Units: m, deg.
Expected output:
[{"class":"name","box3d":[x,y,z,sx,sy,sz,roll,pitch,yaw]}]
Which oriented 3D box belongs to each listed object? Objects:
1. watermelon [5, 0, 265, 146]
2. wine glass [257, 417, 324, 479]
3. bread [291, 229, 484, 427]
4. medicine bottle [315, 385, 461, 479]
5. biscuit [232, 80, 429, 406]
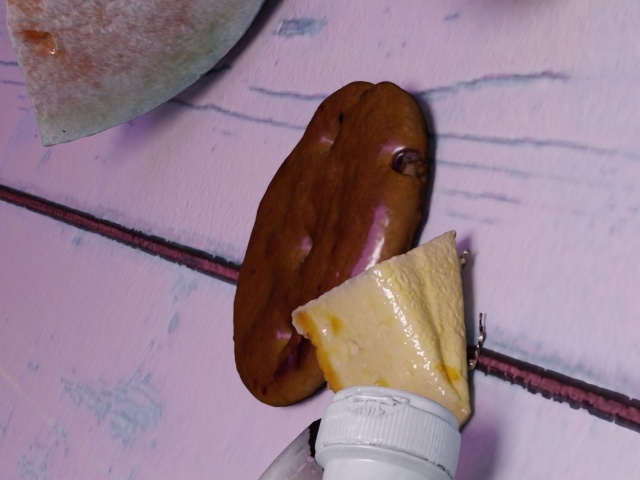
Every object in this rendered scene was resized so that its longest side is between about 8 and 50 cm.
[{"class":"watermelon","box3d":[-0.153,-0.263,1.459,0.387,0.258,0.228,-46,32,33]},{"class":"wine glass","box3d":[-0.036,0.182,1.041,0.198,0.066,0.066,-53,27,27]},{"class":"bread","box3d":[0.053,0.058,1.000,0.084,0.080,0.109,-36,78,40]},{"class":"medicine bottle","box3d":[0.012,0.181,0.853,0.083,0.121,0.229,-27,45,58]},{"class":"biscuit","box3d":[0.000,0.000,1.160,0.212,0.036,0.212,-49,29,39]}]
